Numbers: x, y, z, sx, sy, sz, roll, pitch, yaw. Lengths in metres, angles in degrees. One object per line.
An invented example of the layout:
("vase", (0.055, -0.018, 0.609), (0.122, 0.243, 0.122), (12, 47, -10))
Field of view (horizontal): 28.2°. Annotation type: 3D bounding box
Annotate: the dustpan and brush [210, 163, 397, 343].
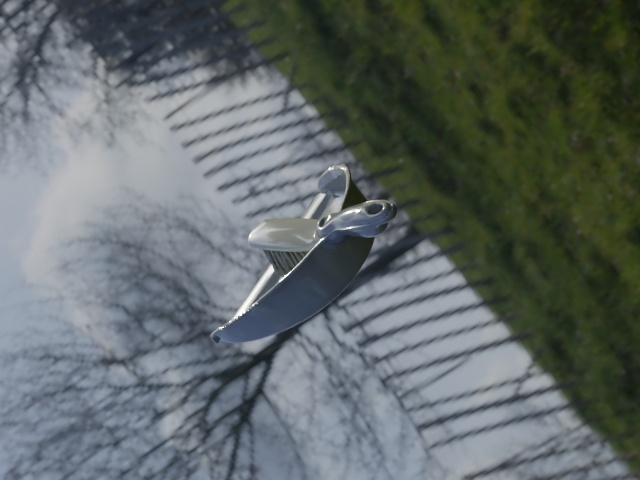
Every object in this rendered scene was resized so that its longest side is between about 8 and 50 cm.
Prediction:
("dustpan and brush", (0.000, 0.000, 0.831), (0.060, 0.147, 0.211), (44, 157, -25))
